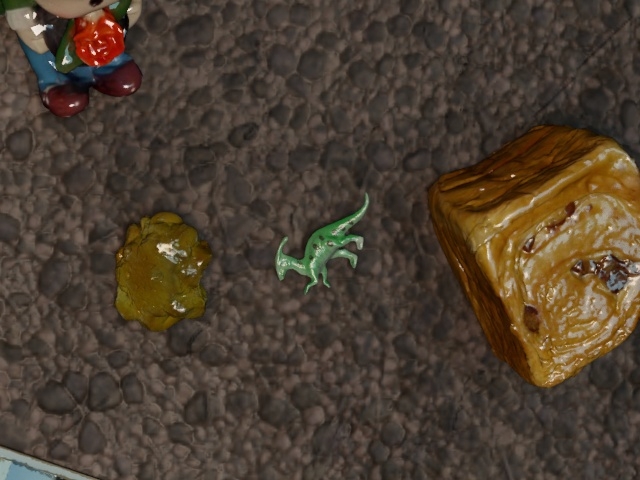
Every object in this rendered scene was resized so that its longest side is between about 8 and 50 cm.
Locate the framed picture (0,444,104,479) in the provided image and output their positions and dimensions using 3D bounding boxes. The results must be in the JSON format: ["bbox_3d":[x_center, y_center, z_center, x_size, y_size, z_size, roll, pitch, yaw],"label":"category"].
[{"bbox_3d":[-0.210,0.231,1.373,0.109,0.011,0.149,21,87,-19],"label":"framed picture"}]

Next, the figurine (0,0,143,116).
[{"bbox_3d":[-0.159,-0.173,1.249,0.127,0.234,0.185,-13,97,-22],"label":"figurine"}]

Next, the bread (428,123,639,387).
[{"bbox_3d":[0.175,0.005,1.426,0.149,0.143,0.158,-26,102,-9],"label":"bread"}]

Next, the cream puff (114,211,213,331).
[{"bbox_3d":[-0.111,0.021,1.375,0.083,0.083,0.058,60,30,-2],"label":"cream puff"}]

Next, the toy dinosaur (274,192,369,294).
[{"bbox_3d":[0.000,0.000,1.429,0.062,0.021,0.083,11,91,-7],"label":"toy dinosaur"}]
